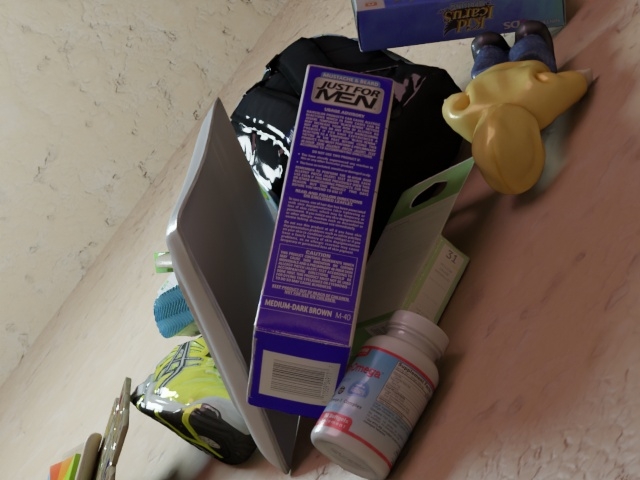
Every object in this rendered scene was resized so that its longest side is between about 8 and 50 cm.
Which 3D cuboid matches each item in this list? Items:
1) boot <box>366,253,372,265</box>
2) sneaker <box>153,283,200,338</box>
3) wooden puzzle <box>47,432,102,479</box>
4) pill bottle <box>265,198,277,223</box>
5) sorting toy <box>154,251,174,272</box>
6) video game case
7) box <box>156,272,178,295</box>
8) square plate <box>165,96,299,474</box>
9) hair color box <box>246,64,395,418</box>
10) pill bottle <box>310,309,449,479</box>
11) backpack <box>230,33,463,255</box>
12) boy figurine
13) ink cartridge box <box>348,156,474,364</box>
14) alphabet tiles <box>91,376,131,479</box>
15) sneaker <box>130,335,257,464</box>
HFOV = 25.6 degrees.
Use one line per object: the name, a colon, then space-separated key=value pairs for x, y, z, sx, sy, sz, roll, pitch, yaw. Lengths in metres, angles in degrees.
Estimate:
boot: x=0.021 y=0.087 z=1.747 sx=0.158 sy=0.059 sz=0.084 roll=-61 pitch=13 yaw=-24
sneaker: x=-0.138 y=0.078 z=1.981 sx=0.092 sy=0.087 sz=0.228 roll=-9 pitch=-7 yaw=-43
wooden puzzle: x=-0.385 y=0.404 z=2.070 sx=0.238 sy=0.044 sz=0.221 roll=138 pitch=147 yaw=-63
pill bottle: x=-0.061 y=-0.076 z=2.224 sx=0.117 sy=0.117 sz=0.215 roll=-52 pitch=16 yaw=1
sorting toy: x=-0.119 y=0.031 z=2.084 sx=0.347 sy=0.196 sz=0.047 roll=-4 pitch=92 yaw=56
video game case: x=0.177 y=-0.331 z=1.910 sx=0.269 sy=0.061 sz=0.244 roll=-7 pitch=24 yaw=1
box: x=-0.155 y=-0.007 z=2.460 sx=0.322 sy=0.058 sz=0.232 roll=-55 pitch=16 yaw=-4
square plate: x=-0.097 y=0.048 z=1.684 sx=0.049 sy=0.344 sz=0.347 roll=-16 pitch=26 yaw=12
hair color box: x=0.000 y=0.000 z=1.539 sx=0.185 sy=0.110 sz=0.339 roll=100 pitch=-178 yaw=-58
pill bottle: x=0.064 y=0.153 z=1.414 sx=0.160 sy=0.087 sz=0.087 roll=-58 pitch=17 yaw=-22
backpack: x=0.020 y=-0.140 z=1.907 sx=0.290 sy=0.273 sz=0.355 roll=-52 pitch=47 yaw=-1
boy figurine: x=0.226 y=-0.157 z=1.611 sx=0.177 sy=0.092 sz=0.285 roll=-14 pitch=31 yaw=16
ink cartridge box: x=0.108 y=0.025 z=1.633 sx=0.171 sy=0.056 sz=0.235 roll=-26 pitch=29 yaw=58
alphabet tiles: x=-0.313 y=0.370 z=1.928 sx=0.285 sy=0.011 sz=0.343 roll=-108 pitch=36 yaw=-72
sneaker: x=-0.156 y=0.192 z=1.859 sx=0.147 sy=0.145 sz=0.384 roll=-55 pitch=17 yaw=-9
